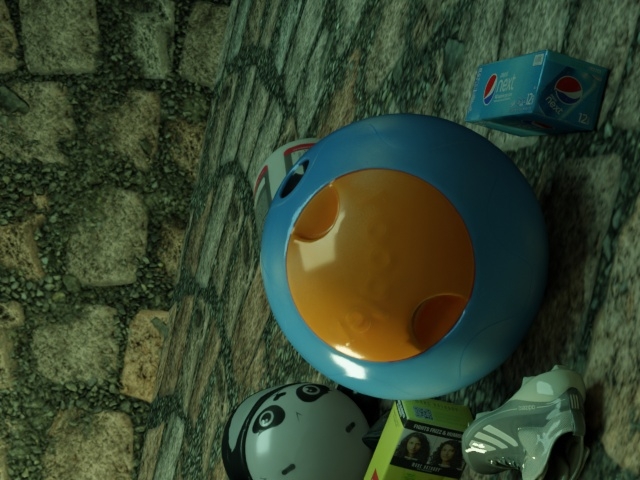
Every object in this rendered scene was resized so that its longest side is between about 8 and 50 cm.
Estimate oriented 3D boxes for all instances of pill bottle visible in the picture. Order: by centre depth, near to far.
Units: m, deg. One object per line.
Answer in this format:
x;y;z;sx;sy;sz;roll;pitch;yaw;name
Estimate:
0.000;0.000;2.192;0.318;0.176;0.176;-99;26;-60;pill bottle

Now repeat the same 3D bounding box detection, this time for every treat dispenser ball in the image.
0.084;0.016;1.582;0.288;0.288;0.288;-166;90;-77;treat dispenser ball

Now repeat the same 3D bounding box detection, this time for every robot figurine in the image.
-0.036;0.270;2.066;0.278;0.174;0.209;154;128;-74;robot figurine

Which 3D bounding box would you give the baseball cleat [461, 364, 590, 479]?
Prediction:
0.185;0.196;1.459;0.206;0.072;0.109;117;155;-55;baseball cleat

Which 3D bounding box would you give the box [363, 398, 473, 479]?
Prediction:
0.090;0.281;1.731;0.058;0.087;0.232;-102;30;-61;box

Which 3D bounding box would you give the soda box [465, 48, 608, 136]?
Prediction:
0.222;-0.151;1.653;0.210;0.071;0.067;-169;94;-77;soda box

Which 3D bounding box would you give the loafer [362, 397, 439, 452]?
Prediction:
0.099;0.221;1.842;0.061;0.062;0.170;-57;9;-22;loafer
